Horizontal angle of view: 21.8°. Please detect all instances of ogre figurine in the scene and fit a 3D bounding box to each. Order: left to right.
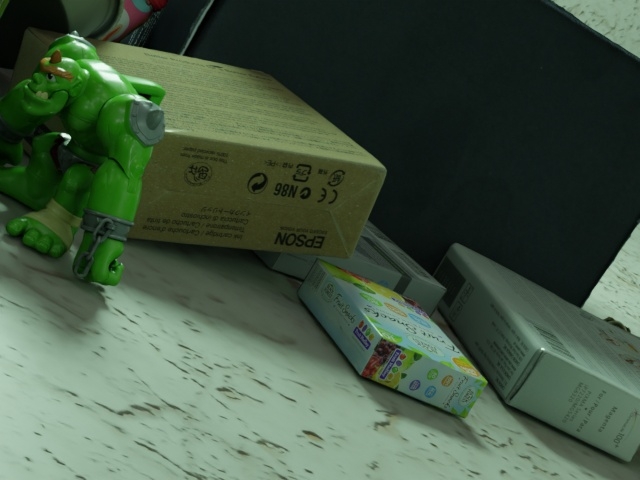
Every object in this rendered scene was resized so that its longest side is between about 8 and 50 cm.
[{"bbox_3d":[-0.163,-0.064,1.092,0.097,0.118,0.197,25,12,-23],"label":"ogre figurine"}]

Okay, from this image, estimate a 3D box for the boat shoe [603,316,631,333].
[{"bbox_3d":[0.297,0.103,1.704,0.050,0.045,0.135,32,12,6],"label":"boat shoe"}]

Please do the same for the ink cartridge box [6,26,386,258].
[{"bbox_3d":[-0.099,-0.073,1.276,0.235,0.088,0.193,6,23,-37],"label":"ink cartridge box"}]

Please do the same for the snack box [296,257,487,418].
[{"bbox_3d":[0.052,0.072,1.251,0.100,0.037,0.141,23,14,-28],"label":"snack box"}]

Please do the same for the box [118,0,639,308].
[{"bbox_3d":[0.064,-0.191,1.737,0.480,0.297,0.472,28,10,-19],"label":"box"}]

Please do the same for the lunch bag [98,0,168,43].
[{"bbox_3d":[-0.264,-0.306,1.526,0.293,0.120,0.258,53,-2,-13],"label":"lunch bag"}]

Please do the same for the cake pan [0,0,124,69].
[{"bbox_3d":[-0.294,-0.235,1.308,0.293,0.054,0.293,22,-26,11],"label":"cake pan"}]

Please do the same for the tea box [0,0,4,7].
[{"bbox_3d":[-0.345,-0.214,1.019,0.329,0.220,0.323,27,13,-13],"label":"tea box"}]

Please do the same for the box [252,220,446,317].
[{"bbox_3d":[0.000,0.000,1.426,0.186,0.038,0.145,21,15,-41],"label":"box"}]

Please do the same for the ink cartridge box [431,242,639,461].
[{"bbox_3d":[0.235,0.114,1.475,0.239,0.060,0.275,27,11,-19],"label":"ink cartridge box"}]
